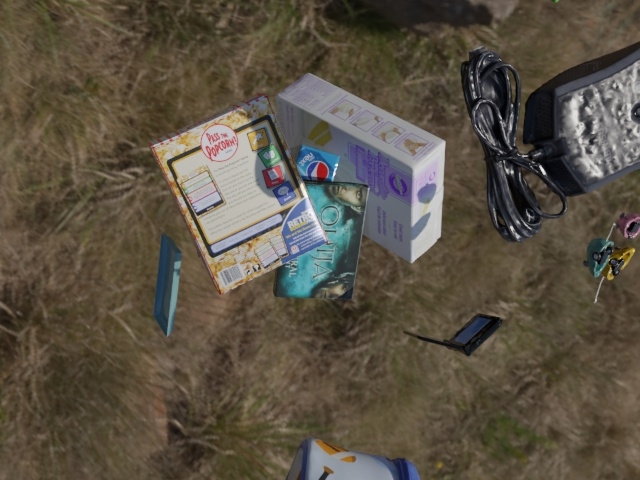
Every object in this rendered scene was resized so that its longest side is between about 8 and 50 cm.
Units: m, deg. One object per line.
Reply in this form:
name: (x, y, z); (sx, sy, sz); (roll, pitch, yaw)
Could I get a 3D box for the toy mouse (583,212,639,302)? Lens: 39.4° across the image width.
toy mouse: (0.438, 0.001, 1.343); (0.161, 0.031, 0.143); (-49, 143, -2)

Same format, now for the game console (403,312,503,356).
game console: (0.191, 0.125, 1.298); (0.107, 0.122, 0.071); (-43, 93, -5)

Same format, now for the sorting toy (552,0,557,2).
sorting toy: (0.324, -0.390, 1.160); (0.348, 0.196, 0.047); (-40, 140, -32)

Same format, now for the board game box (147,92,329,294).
board game box: (-0.094, -0.055, 1.047); (0.147, 0.045, 0.193); (-25, 108, -10)

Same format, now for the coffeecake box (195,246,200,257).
coffeecake box: (-0.121, -0.027, 1.645); (0.185, 0.068, 0.142); (0, 154, -44)

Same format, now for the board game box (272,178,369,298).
board game box: (0.000, 0.000, 1.361); (0.126, 0.026, 0.186); (2, 111, -14)

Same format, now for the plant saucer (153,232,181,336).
plant saucer: (-0.278, 0.082, 1.628); (0.018, 0.067, 0.192); (-9, 128, -31)

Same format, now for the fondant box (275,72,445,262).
fondant box: (0.071, -0.137, 1.661); (0.096, 0.330, 0.238); (-41, 146, -29)

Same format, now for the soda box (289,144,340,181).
soda box: (-0.026, -0.113, 1.491); (0.067, 0.210, 0.071); (16, 90, -11)

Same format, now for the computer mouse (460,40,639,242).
computer mouse: (0.268, -0.126, 0.871); (0.272, 0.072, 0.188); (-19, 104, -7)

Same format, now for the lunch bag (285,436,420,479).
lunch bag: (-0.006, 0.298, 0.665); (0.115, 0.243, 0.303); (15, 131, -7)
